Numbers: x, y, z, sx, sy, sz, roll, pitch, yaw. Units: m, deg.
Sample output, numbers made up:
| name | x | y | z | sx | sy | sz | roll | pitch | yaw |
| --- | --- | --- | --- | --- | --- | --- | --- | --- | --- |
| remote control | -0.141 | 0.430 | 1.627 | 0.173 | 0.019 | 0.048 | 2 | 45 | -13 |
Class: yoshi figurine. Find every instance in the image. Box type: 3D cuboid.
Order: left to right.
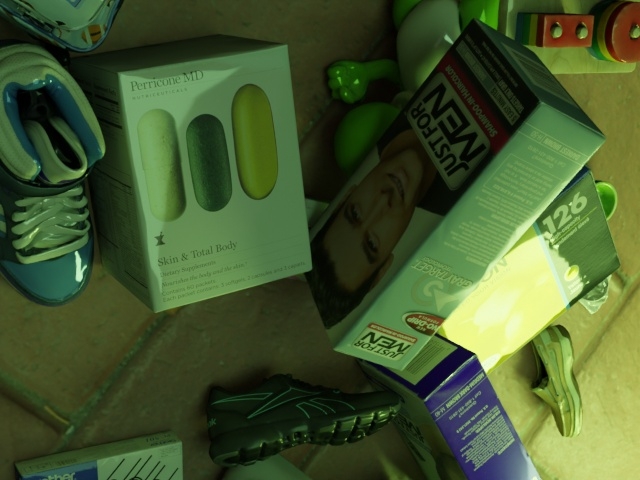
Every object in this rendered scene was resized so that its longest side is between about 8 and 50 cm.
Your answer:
| name | x | y | z | sx | sy | sz | roll | pitch | yaw |
| --- | --- | --- | --- | --- | --- | --- | --- | --- | --- |
| yoshi figurine | 0.117 | -0.210 | 1.336 | 0.203 | 0.203 | 0.362 | 11 | 100 | -15 |

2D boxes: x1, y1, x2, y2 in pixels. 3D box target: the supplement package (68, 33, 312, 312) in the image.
| name | x | y | z | sx | sy | sz | roll | pitch | yaw |
| --- | --- | --- | --- | --- | --- | --- | --- | --- | --- |
| supplement package | -0.151 | -0.088 | 1.201 | 0.199 | 0.198 | 0.263 | -14 | 110 | -25 |

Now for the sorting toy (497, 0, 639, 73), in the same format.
| name | x | y | z | sx | sy | sz | roll | pitch | yaw |
| --- | --- | --- | --- | --- | --- | --- | --- | --- | --- |
| sorting toy | 0.384 | -0.366 | 1.488 | 0.255 | 0.089 | 0.257 | -6 | 106 | -28 |

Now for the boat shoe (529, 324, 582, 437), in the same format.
| name | x | y | z | sx | sy | sz | roll | pitch | yaw |
| --- | --- | --- | --- | --- | --- | --- | --- | --- | --- |
| boat shoe | 0.367 | 0.230 | 1.661 | 0.072 | 0.068 | 0.190 | -15 | 101 | -12 |

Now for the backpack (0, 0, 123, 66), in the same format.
| name | x | y | z | sx | sy | sz | roll | pitch | yaw |
| --- | --- | --- | --- | --- | --- | --- | --- | --- | --- |
| backpack | -0.299 | -0.344 | 1.057 | 0.263 | 0.213 | 0.277 | 28 | 92 | -21 |

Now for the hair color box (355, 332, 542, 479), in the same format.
| name | x | y | z | sx | sy | sz | roll | pitch | yaw |
| --- | --- | --- | --- | --- | --- | --- | --- | --- | --- |
| hair color box | 0.200 | 0.287 | 1.506 | 0.110 | 0.185 | 0.339 | -39 | 118 | -15 |

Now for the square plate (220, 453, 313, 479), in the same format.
| name | x | y | z | sx | sy | sz | roll | pitch | yaw |
| --- | --- | --- | --- | --- | --- | --- | --- | --- | --- |
| square plate | -0.071 | 0.478 | 1.326 | 0.347 | 0.344 | 0.049 | -56 | 150 | -5 |

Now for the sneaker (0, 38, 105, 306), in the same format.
| name | x | y | z | sx | sy | sz | roll | pitch | yaw |
| --- | --- | --- | --- | --- | --- | --- | --- | --- | --- |
| sneaker | -0.297 | -0.051 | 1.107 | 0.130 | 0.236 | 0.323 | -18 | 111 | -24 |

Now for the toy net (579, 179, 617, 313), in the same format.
| name | x | y | z | sx | sy | sz | roll | pitch | yaw |
| --- | --- | --- | --- | --- | --- | --- | --- | --- | --- |
| toy net | 0.415 | 0.022 | 1.635 | 0.122 | 0.045 | 0.232 | -24 | 114 | -22 |

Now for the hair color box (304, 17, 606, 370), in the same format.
| name | x | y | z | sx | sy | sz | roll | pitch | yaw |
| --- | --- | --- | --- | --- | --- | --- | --- | --- | --- |
| hair color box | 0.135 | -0.047 | 1.218 | 0.113 | 0.185 | 0.374 | 20 | 120 | -33 |

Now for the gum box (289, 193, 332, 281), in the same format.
| name | x | y | z | sx | sy | sz | roll | pitch | yaw |
| --- | --- | --- | --- | --- | --- | --- | --- | --- | --- |
| gum box | 0.000 | 0.000 | 1.388 | 0.188 | 0.062 | 0.107 | 12 | 97 | -31 |

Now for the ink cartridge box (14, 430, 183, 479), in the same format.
| name | x | y | z | sx | sy | sz | roll | pitch | yaw |
| --- | --- | --- | --- | --- | --- | --- | --- | --- | --- |
| ink cartridge box | -0.279 | 0.313 | 1.327 | 0.207 | 0.046 | 0.097 | -7 | 106 | -27 |

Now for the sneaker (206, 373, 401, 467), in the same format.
| name | x | y | z | sx | sy | sz | roll | pitch | yaw |
| --- | --- | --- | --- | --- | --- | --- | --- | --- | --- |
| sneaker | -0.023 | 0.222 | 1.388 | 0.267 | 0.106 | 0.101 | -8 | 151 | -15 |

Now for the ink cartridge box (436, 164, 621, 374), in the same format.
| name | x | y | z | sx | sy | sz | roll | pitch | yaw |
| --- | --- | --- | --- | --- | --- | --- | --- | --- | --- |
| ink cartridge box | 0.269 | 0.023 | 1.480 | 0.303 | 0.072 | 0.307 | -37 | 135 | -4 |
